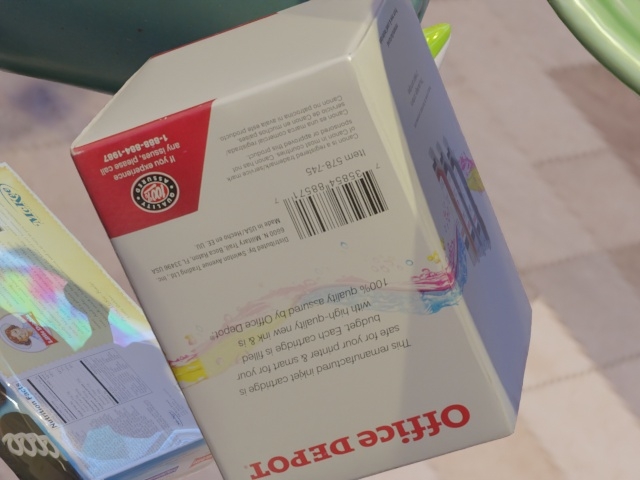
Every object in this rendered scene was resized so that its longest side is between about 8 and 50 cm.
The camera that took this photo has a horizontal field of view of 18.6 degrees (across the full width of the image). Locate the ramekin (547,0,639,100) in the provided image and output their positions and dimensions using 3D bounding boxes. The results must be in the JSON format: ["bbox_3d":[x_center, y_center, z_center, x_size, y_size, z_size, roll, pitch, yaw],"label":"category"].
[{"bbox_3d":[0.221,-0.154,0.732,0.303,0.303,0.148,43,2,16],"label":"ramekin"}]

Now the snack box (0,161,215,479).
[{"bbox_3d":[-0.232,0.073,1.560,0.322,0.060,0.187,46,32,19],"label":"snack box"}]

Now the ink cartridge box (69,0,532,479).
[{"bbox_3d":[0.000,0.000,0.829,0.127,0.128,0.176,-65,135,-65],"label":"ink cartridge box"}]

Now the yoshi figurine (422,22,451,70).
[{"bbox_3d":[-0.033,-0.184,1.626,0.203,0.204,0.362,-37,112,-56],"label":"yoshi figurine"}]

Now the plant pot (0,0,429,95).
[{"bbox_3d":[-0.046,-0.208,1.200,0.235,0.293,0.293,18,38,9],"label":"plant pot"}]
